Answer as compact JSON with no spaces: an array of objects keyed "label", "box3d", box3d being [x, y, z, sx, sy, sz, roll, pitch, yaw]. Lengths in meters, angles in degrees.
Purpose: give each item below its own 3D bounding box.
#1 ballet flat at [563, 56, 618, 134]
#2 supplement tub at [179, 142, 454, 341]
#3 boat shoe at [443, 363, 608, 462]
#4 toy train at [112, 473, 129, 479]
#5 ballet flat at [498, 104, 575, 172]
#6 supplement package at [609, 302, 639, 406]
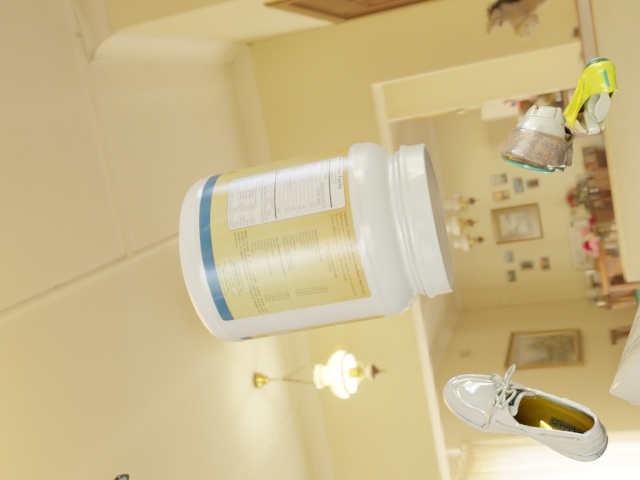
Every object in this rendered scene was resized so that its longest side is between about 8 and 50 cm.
[{"label":"ballet flat","box3d":[0.488,-0.237,1.390,0.231,0.077,0.077,69,-174,-68]},{"label":"supplement tub","box3d":[0.000,0.000,0.638,0.144,0.200,0.144,-11,-90,-78]},{"label":"boat shoe","box3d":[0.415,0.348,1.633,0.135,0.367,0.156,-53,-41,-23]},{"label":"toy train","box3d":[-0.110,0.185,0.496,0.036,0.158,0.027,-30,-73,-31]},{"label":"ballet flat","box3d":[0.372,-0.173,1.301,0.316,0.108,0.106,-15,-59,-68]},{"label":"supplement package","box3d":[0.525,0.134,1.025,0.203,0.194,0.149,-61,-17,-24]}]
